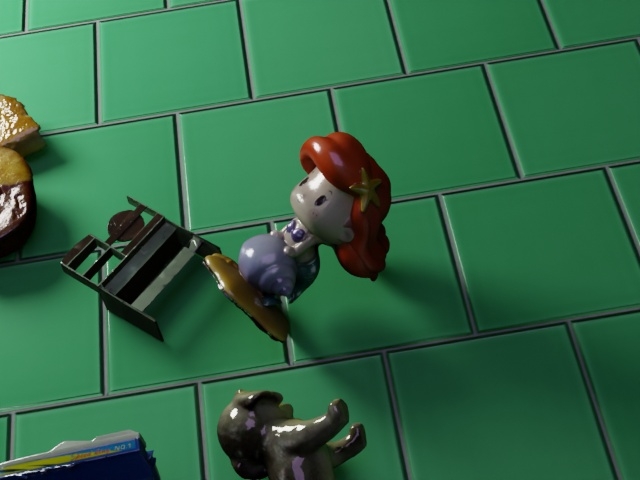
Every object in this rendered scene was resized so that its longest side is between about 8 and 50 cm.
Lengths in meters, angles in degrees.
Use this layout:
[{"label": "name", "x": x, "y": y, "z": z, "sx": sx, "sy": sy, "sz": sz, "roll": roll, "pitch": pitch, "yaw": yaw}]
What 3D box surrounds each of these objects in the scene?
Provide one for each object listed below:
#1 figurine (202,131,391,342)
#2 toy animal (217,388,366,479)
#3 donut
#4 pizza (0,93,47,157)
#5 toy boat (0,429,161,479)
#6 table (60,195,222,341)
[{"label": "figurine", "x": -0.006, "y": -0.007, "z": 1.495, "sx": 0.257, "sy": 0.208, "sz": 0.181, "roll": -43, "pitch": 13, "yaw": 7}, {"label": "toy animal", "x": -0.022, "y": 0.273, "z": 1.351, "sx": 0.168, "sy": 0.121, "sz": 0.233, "roll": -27, "pitch": 63, "yaw": 7}, {"label": "donut", "x": -0.497, "y": -0.049, "z": 1.666, "sx": 0.166, "sy": 0.073, "sz": 0.184, "roll": -23, "pitch": 55, "yaw": -11}, {"label": "pizza", "x": -0.535, "y": -0.174, "z": 1.779, "sx": 0.182, "sy": 0.062, "sz": 0.161, "roll": -23, "pitch": 61, "yaw": -5}, {"label": "toy boat", "x": -0.342, "y": 0.298, "z": 1.353, "sx": 0.295, "sy": 0.129, "sz": 0.088, "roll": -11, "pitch": 53, "yaw": -1}, {"label": "table", "x": -0.249, "y": 0.036, "z": 1.581, "sx": 0.175, "sy": 0.062, "sz": 0.146, "roll": 27, "pitch": 60, "yaw": 23}]
